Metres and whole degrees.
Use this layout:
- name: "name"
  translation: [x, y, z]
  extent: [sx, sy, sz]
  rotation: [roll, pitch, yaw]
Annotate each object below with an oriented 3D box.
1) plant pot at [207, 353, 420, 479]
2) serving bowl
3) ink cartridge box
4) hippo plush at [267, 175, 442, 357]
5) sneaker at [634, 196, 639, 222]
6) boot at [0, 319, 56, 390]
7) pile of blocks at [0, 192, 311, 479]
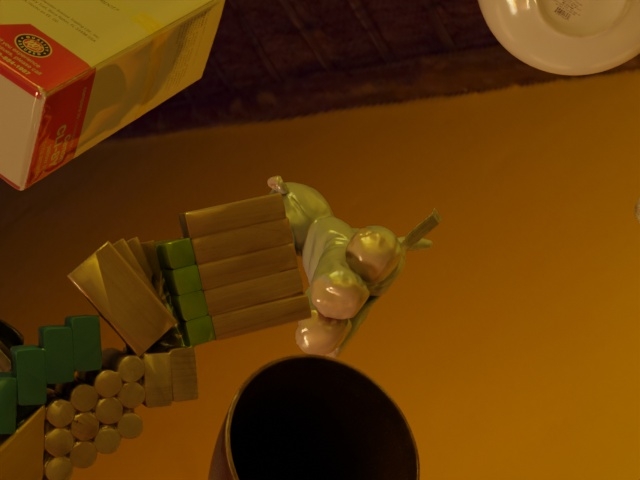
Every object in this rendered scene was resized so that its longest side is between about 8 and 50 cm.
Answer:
- name: "plant pot"
  translation: [-0.039, 0.272, 1.159]
  extent: [0.215, 0.215, 0.230]
  rotation: [13, -37, -19]
- name: "serving bowl"
  translation: [0.102, -0.101, 0.417]
  extent: [0.083, 0.027, 0.083]
  rotation: [5, -58, 8]
- name: "ink cartridge box"
  translation: [-0.342, -0.269, 1.351]
  extent: [0.279, 0.384, 0.160]
  rotation: [33, -49, 11]
- name: "hippo plush"
  translation: [0.000, 0.000, 1.548]
  extent: [0.236, 0.234, 0.294]
  rotation: [37, -108, 12]
- name: "sneaker"
  translation: [0.449, -0.062, 1.061]
  extent: [0.114, 0.305, 0.152]
  rotation: [-1, -90, -32]
- name: "boot"
  translation: [-0.358, 0.224, 1.205]
  extent: [0.161, 0.083, 0.247]
  rotation: [-31, -85, 12]
- name: "pile of blocks"
  translation: [-0.172, 0.090, 0.842]
  extent: [0.362, 0.112, 0.149]
  rotation: [-40, -77, -18]
